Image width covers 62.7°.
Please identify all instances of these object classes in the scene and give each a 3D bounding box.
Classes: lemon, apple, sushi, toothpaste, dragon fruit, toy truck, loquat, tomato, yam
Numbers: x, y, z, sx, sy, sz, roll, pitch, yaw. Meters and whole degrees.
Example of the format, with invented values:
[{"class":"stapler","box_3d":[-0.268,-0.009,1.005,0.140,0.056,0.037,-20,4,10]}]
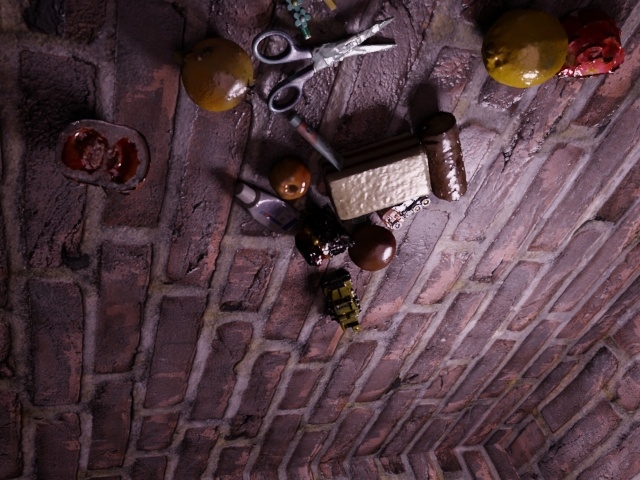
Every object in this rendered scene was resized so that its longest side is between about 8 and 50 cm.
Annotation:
[{"class":"lemon","box_3d":[0.541,-0.510,1.400,0.260,0.204,0.204,-10,135,-28]},{"class":"apple","box_3d":[-0.086,-0.180,1.543,0.126,0.102,0.126,-11,135,-11]},{"class":"sushi","box_3d":[0.000,0.000,1.699,0.150,0.153,0.172,-35,175,-7]},{"class":"toothpaste","box_3d":[-0.005,-0.277,1.485,0.205,0.056,0.036,40,138,-22]},{"class":"dragon fruit","box_3d":[0.741,-0.554,1.484,0.261,0.163,0.189,-19,107,-2]},{"class":"toy truck","box_3d":[0.274,-0.127,1.738,0.192,0.083,0.092,-41,132,16]},{"class":"loquat","box_3d":[-0.253,-0.397,1.252,0.204,0.149,0.172,23,123,-18]},{"class":"tomato","box_3d":[-0.541,-0.206,1.312,0.214,0.155,0.181,17,89,-25]},{"class":"toy truck","box_3d":[0.084,0.236,1.978,0.127,0.127,0.257,-19,131,-1]},{"class":"yam","box_3d":[0.380,-0.256,1.630,0.131,0.131,0.280,-24,133,2]},{"class":"toothpaste","box_3d":[-0.163,-0.099,1.627,0.099,0.068,0.282,-9,153,31]}]

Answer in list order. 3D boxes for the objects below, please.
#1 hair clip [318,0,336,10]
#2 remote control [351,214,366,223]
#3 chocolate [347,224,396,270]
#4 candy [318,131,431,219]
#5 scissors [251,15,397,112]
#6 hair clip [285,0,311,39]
[{"class":"hair clip","box_3d":[-0.032,-0.610,1.200,0.062,0.056,0.214,-12,146,40]},{"class":"remote control","box_3d":[0.127,-0.108,1.746,0.053,0.018,0.124,-11,134,-9]},{"class":"chocolate","box_3d":[0.182,0.025,1.785,0.176,0.177,0.177,-10,134,-11]},{"class":"candy","box_3d":[0.170,-0.194,1.603,0.320,0.135,0.179,-18,133,-4]},{"class":"scissors","box_3d":[0.023,-0.472,1.344,0.383,0.029,0.256,-21,149,-7]},{"class":"hair clip","box_3d":[-0.061,-0.559,1.243,0.049,0.049,0.173,-28,131,6]}]
